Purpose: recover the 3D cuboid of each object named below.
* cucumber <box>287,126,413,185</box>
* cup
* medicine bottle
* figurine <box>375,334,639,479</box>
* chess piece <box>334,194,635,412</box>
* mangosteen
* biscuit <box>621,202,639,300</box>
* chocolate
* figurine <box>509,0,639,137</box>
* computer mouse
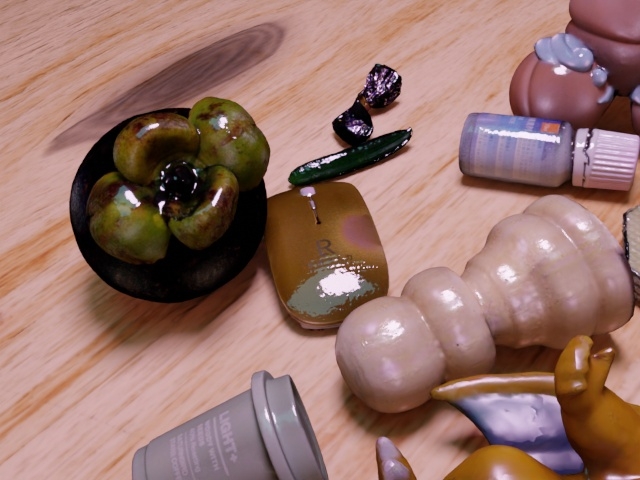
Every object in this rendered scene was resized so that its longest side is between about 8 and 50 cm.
[{"bbox_3d":[0.043,-0.110,0.924,0.184,0.033,0.036,-21,67,-12],"label":"cucumber"},{"bbox_3d":[-0.072,0.180,0.553,0.141,0.120,0.120,-23,42,-2],"label":"cup"},{"bbox_3d":[0.276,-0.106,0.837,0.203,0.083,0.083,12,45,21],"label":"medicine bottle"},{"bbox_3d":[0.233,0.173,0.386,0.387,0.268,0.401,-11,36,2],"label":"figurine"},{"bbox_3d":[0.138,0.069,0.631,0.261,0.142,0.142,-24,43,-11],"label":"chess piece"},{"bbox_3d":[-0.158,-0.045,0.738,0.243,0.243,0.243,-5,41,5],"label":"mangosteen"},{"bbox_3d":[0.415,-0.004,0.720,0.250,0.046,0.147,-25,44,-19],"label":"biscuit"},{"bbox_3d":[0.064,-0.195,0.996,0.072,0.070,0.147,-12,30,43],"label":"chocolate"},{"bbox_3d":[0.432,-0.292,0.932,0.277,0.248,0.388,10,35,25],"label":"figurine"},{"bbox_3d":[0.000,0.000,0.789,0.126,0.056,0.245,-11,39,-3],"label":"computer mouse"}]
